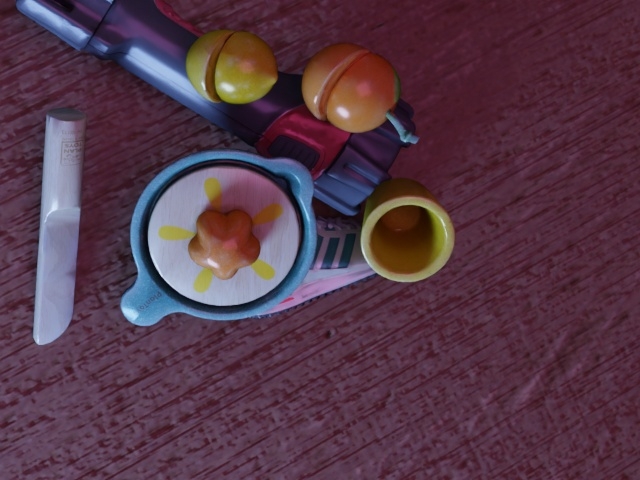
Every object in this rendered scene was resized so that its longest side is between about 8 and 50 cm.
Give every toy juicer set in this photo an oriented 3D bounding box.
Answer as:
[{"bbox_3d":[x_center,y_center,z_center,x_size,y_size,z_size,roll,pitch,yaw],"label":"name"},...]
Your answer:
[{"bbox_3d":[-0.080,-0.039,1.107,0.329,0.089,0.209,-13,114,3],"label":"toy juicer set"}]

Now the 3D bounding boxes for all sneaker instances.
[{"bbox_3d":[0.000,0.000,1.220,0.161,0.057,0.075,-23,105,-13],"label":"sneaker"}]

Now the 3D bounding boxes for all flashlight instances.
[{"bbox_3d":[-0.075,-0.136,1.174,0.304,0.103,0.103,32,87,-13],"label":"flashlight"}]
